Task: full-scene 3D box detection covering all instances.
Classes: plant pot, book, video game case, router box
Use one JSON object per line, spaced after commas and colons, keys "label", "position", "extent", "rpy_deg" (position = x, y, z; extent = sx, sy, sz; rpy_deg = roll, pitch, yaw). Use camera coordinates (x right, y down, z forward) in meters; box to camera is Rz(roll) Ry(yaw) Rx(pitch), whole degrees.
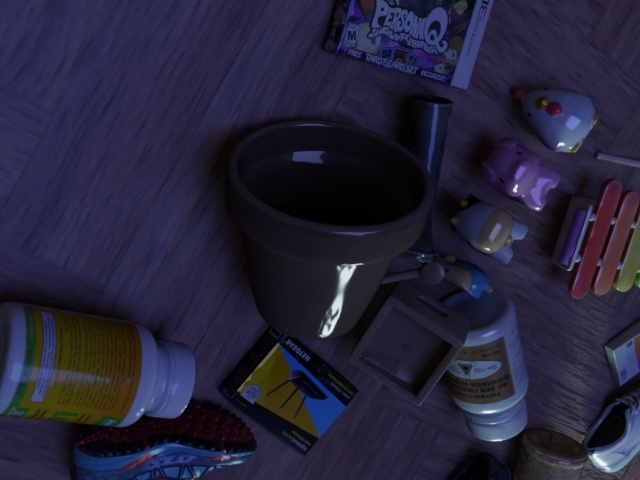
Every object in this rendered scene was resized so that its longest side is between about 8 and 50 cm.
{"label": "plant pot", "position": [0.000, 0.000, 1.254], "extent": [0.263, 0.263, 0.229], "rpy_deg": [-12, 132, -25]}
{"label": "book", "position": [0.599, 0.196, 1.771], "extent": [0.144, 0.035, 0.096], "rpy_deg": [-32, 124, -15]}
{"label": "video game case", "position": [0.134, -0.333, 1.301], "extent": [0.232, 0.042, 0.210], "rpy_deg": [10, 102, -32]}
{"label": "router box", "position": [-0.045, 0.221, 1.408], "extent": [0.133, 0.046, 0.179], "rpy_deg": [-50, 124, -4]}

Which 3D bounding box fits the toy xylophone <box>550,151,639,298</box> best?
{"label": "toy xylophone", "position": [0.523, -0.024, 1.614], "extent": [0.323, 0.081, 0.236], "rpy_deg": [0, 108, -30]}

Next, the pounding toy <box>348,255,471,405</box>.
{"label": "pounding toy", "position": [0.129, 0.101, 1.393], "extent": [0.181, 0.094, 0.206], "rpy_deg": [33, 114, 3]}

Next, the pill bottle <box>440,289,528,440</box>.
{"label": "pill bottle", "position": [0.263, 0.203, 1.523], "extent": [0.131, 0.131, 0.229], "rpy_deg": [-27, 120, -18]}

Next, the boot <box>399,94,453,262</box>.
{"label": "boot", "position": [0.145, -0.090, 1.328], "extent": [0.076, 0.189, 0.208], "rpy_deg": [14, 110, -8]}

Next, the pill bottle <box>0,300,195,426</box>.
{"label": "pill bottle", "position": [-0.289, 0.162, 1.193], "extent": [0.246, 0.136, 0.136], "rpy_deg": [14, 101, -32]}

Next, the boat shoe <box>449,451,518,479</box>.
{"label": "boat shoe", "position": [0.198, 0.491, 1.600], "extent": [0.340, 0.127, 0.113], "rpy_deg": [-40, 121, -13]}

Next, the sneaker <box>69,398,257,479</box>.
{"label": "sneaker", "position": [-0.220, 0.298, 1.326], "extent": [0.262, 0.104, 0.125], "rpy_deg": [4, 124, -26]}

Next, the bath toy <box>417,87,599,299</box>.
{"label": "bath toy", "position": [0.283, -0.087, 1.436], "extent": [0.129, 0.151, 0.348], "rpy_deg": [32, 91, 1]}

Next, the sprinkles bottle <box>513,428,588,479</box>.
{"label": "sprinkles bottle", "position": [0.384, 0.524, 1.719], "extent": [0.121, 0.121, 0.355], "rpy_deg": [2, 107, -30]}

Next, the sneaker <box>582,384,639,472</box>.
{"label": "sneaker", "position": [0.594, 0.321, 1.776], "extent": [0.258, 0.094, 0.091], "rpy_deg": [-51, 129, -3]}
